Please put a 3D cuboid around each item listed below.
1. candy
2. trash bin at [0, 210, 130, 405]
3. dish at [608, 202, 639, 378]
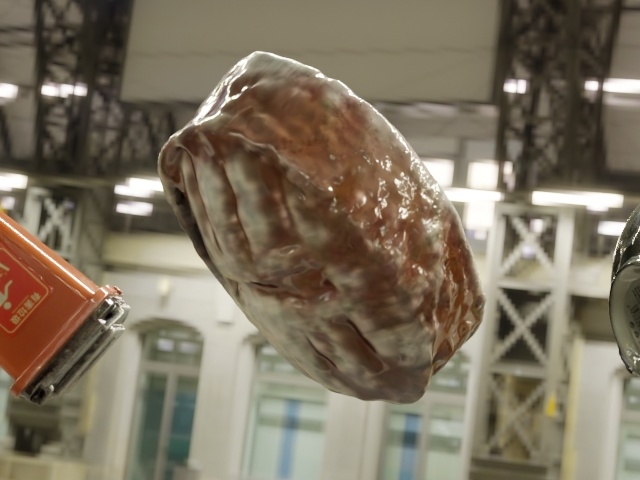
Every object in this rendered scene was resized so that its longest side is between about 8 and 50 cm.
[{"bbox_3d":[0.000,0.000,1.132,0.289,0.157,0.214,53,-34,-16],"label":"candy"},{"bbox_3d":[-0.348,0.062,1.685,0.238,0.161,0.184,41,-3,3],"label":"trash bin"},{"bbox_3d":[0.258,0.049,1.047,0.086,0.236,0.228,-13,8,-23],"label":"dish"}]
